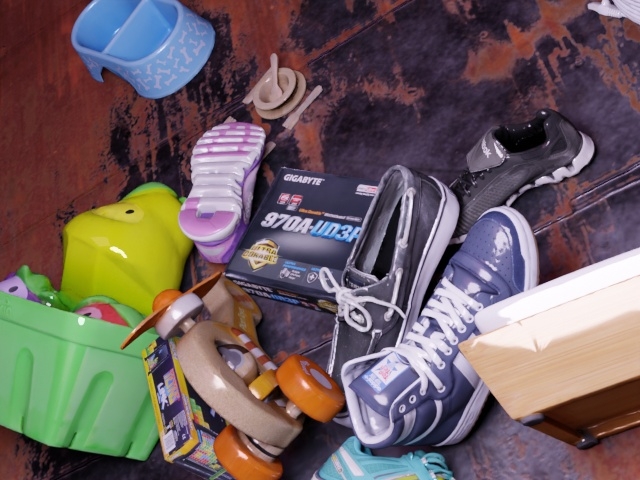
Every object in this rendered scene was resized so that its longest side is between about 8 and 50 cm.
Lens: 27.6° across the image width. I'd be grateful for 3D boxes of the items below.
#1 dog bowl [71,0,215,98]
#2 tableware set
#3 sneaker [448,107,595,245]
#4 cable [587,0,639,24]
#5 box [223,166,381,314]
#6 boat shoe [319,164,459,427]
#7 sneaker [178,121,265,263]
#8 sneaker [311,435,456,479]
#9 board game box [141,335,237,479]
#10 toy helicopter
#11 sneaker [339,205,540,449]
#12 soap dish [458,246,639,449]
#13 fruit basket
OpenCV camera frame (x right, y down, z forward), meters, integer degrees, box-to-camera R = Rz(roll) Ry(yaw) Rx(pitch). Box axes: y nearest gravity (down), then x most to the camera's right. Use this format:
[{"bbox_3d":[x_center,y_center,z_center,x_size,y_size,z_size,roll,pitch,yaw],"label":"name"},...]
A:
[{"bbox_3d":[-0.300,-0.333,2.136,0.297,0.074,0.166,23,74,44],"label":"dog bowl"},{"bbox_3d":[-0.099,-0.180,1.890,0.194,0.039,0.128,-50,43,-7],"label":"tableware set"},{"bbox_3d":[0.203,-0.082,1.539,0.234,0.106,0.078,-32,43,13],"label":"sneaker"},{"bbox_3d":[0.464,-0.366,1.572,0.257,0.089,0.257,-50,43,-6],"label":"cable"},{"bbox_3d":[0.000,0.000,1.668,0.220,0.051,0.175,11,66,42],"label":"box"},{"bbox_3d":[0.060,0.063,1.495,0.113,0.105,0.306,27,93,48],"label":"boat shoe"},{"bbox_3d":[-0.129,-0.062,1.775,0.095,0.104,0.236,1,48,14],"label":"sneaker"},{"bbox_3d":[0.102,0.268,1.353,0.275,0.107,0.110,13,57,42],"label":"sneaker"},{"bbox_3d":[-0.135,0.206,1.543,0.048,0.141,0.170,-41,43,19],"label":"board game box"},{"bbox_3d":[-0.115,0.120,1.531,0.140,0.235,0.355,-49,17,11],"label":"toy helicopter"},{"bbox_3d":[0.119,0.097,1.336,0.099,0.153,0.282,39,119,43],"label":"sneaker"},{"bbox_3d":[0.310,0.099,1.244,0.291,0.229,0.118,-23,63,21],"label":"soap dish"},{"bbox_3d":[-0.313,0.075,1.716,0.392,0.283,0.392,-14,67,36],"label":"fruit basket"}]
